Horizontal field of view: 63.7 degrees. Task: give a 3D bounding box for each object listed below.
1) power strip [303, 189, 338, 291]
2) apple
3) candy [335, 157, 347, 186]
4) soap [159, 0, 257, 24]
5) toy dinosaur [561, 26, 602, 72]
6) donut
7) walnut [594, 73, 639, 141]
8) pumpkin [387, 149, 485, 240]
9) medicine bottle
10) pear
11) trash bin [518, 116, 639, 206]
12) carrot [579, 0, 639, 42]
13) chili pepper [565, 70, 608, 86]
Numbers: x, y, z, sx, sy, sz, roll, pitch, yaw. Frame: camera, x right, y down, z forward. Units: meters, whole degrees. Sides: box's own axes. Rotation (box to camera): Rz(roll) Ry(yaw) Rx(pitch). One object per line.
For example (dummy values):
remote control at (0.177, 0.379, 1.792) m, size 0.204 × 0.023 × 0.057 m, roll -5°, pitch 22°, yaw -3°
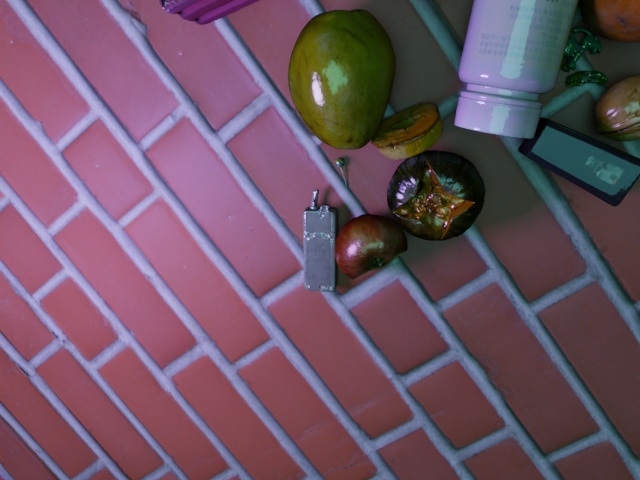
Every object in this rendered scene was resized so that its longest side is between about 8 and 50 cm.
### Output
power strip at (0.000, 0.000, 1.422) m, size 0.093 × 0.053 × 0.288 m, roll 4°, pitch 107°, yaw 11°
apple at (0.125, 0.013, 1.340) m, size 0.195 × 0.173 × 0.160 m, roll -33°, pitch 101°, yaw 15°
candy at (0.059, -0.181, 1.373) m, size 0.023 × 0.025 × 0.083 m, roll -18°, pitch 110°, yaw -3°
soap at (-0.178, -0.626, 1.171) m, size 0.359 × 0.233 × 0.128 m, roll -17°, pitch 101°, yaw 15°
toy dinosaur at (0.573, -0.448, 1.180) m, size 0.132 × 0.059 × 0.096 m, roll 33°, pitch 98°, yaw -6°
donut at (0.213, -0.260, 1.254) m, size 0.178 × 0.162 × 0.065 m, roll -18°, pitch 128°, yaw 24°
walnut at (0.705, -0.296, 1.154) m, size 0.180 × 0.144 × 0.144 m, roll -27°, pitch 100°, yaw 22°
pumpkin at (0.284, -0.112, 1.279) m, size 0.237 × 0.159 × 0.238 m, roll 10°, pitch 123°, yaw 16°
medicine bottle at (0.422, -0.429, 1.127) m, size 0.213 × 0.213 × 0.379 m, roll 12°, pitch 109°, yaw 7°
pear at (0.052, -0.374, 1.203) m, size 0.252 × 0.253 × 0.307 m, roll 1°, pitch 119°, yaw 10°
trash bin at (0.593, -0.194, 1.195) m, size 0.225 × 0.165 × 0.115 m, roll 29°, pitch 111°, yaw 4°
carrot at (0.644, -0.502, 0.993) m, size 0.224 × 0.341 × 0.224 m, roll 3°, pitch 108°, yaw 9°
chili pepper at (0.620, -0.378, 1.205) m, size 0.091 × 0.034 × 0.030 m, roll -1°, pitch 140°, yaw 10°
